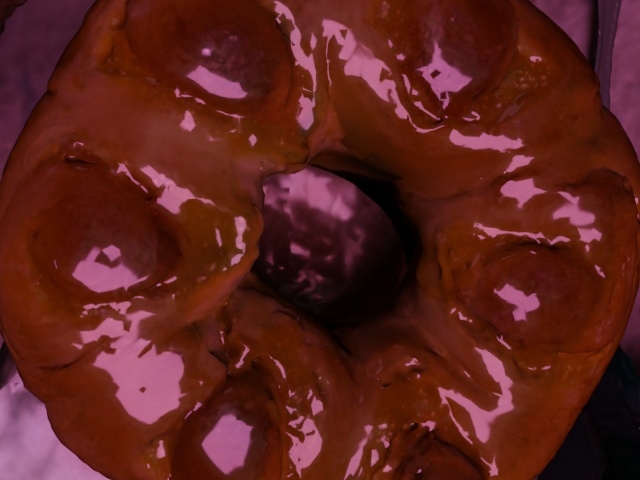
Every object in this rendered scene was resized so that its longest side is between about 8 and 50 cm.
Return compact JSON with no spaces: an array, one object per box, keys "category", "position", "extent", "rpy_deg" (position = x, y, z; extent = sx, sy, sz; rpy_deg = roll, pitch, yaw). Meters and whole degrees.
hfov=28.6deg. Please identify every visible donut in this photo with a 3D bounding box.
[{"category":"donut","position":[0.002,-0.001,0.441],"extent":[0.226,0.114,0.227],"rpy_deg":[-1,96,-10]}]

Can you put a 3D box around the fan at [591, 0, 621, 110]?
[{"category":"fan","position":[0.134,-0.145,0.566],"extent":[0.132,0.009,0.220],"rpy_deg":[-12,123,-18]}]

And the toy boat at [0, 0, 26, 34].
[{"category":"toy boat","position":[-0.272,-0.192,0.444],"extent":[0.162,0.136,0.445],"rpy_deg":[-32,110,2]}]

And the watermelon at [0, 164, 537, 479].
[{"category":"watermelon","position":[0.001,0.026,0.580],"extent":[0.264,0.151,0.302],"rpy_deg":[19,93,-13]}]

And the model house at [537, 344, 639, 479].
[{"category":"model house","position":[0.224,0.187,0.594],"extent":[0.248,0.280,0.230],"rpy_deg":[4,115,-4]}]
